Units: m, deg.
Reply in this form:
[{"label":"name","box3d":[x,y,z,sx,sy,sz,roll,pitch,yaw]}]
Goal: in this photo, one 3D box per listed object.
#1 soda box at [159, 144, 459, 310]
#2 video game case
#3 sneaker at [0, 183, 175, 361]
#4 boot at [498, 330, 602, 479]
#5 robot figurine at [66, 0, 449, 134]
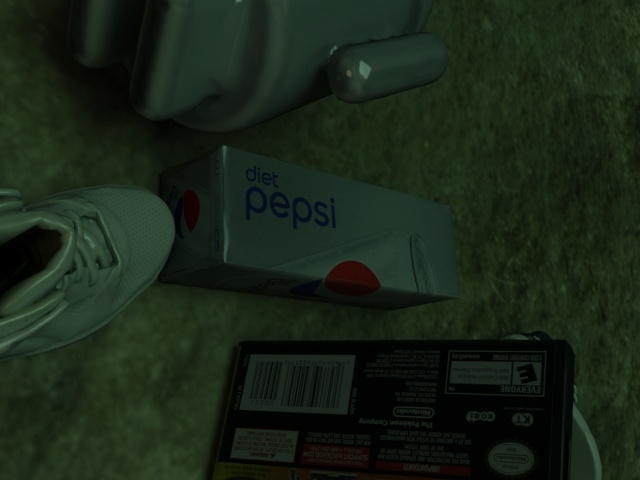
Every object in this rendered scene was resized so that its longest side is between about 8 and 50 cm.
[{"label":"soda box","box3d":[0.000,0.000,0.767,0.286,0.091,0.098,12,71,-42]},{"label":"video game case","box3d":[0.039,0.193,0.624,0.035,0.274,0.248,47,47,-52]},{"label":"sneaker","box3d":[-0.171,0.020,0.540,0.292,0.169,0.108,-29,97,-46]},{"label":"boot","box3d":[0.272,0.187,0.973,0.086,0.069,0.190,-3,63,-48]},{"label":"robot figurine","box3d":[-0.035,-0.211,0.715,0.300,0.200,0.353,42,43,16]}]
